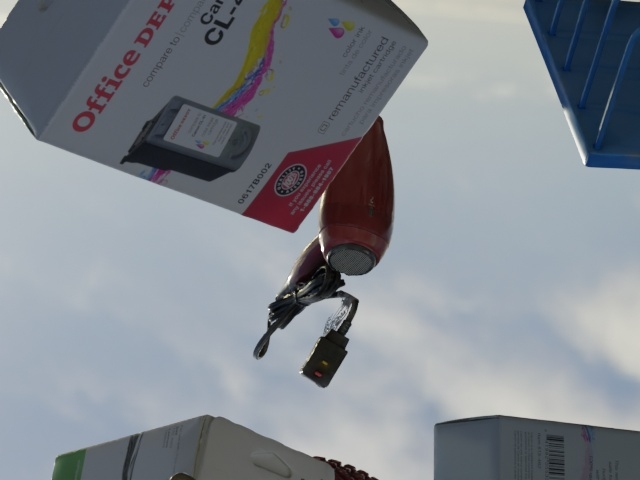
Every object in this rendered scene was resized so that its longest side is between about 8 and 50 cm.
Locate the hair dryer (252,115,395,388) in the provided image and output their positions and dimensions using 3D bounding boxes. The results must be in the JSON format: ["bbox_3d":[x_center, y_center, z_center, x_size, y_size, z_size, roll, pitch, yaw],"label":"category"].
[{"bbox_3d":[0.000,0.000,2.077,0.080,0.293,0.223,24,180,-25],"label":"hair dryer"}]

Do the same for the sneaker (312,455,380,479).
[{"bbox_3d":[0.044,0.315,2.131,0.299,0.112,0.121,21,-173,0],"label":"sneaker"}]

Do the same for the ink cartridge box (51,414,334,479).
[{"bbox_3d":[-0.118,0.238,1.771,0.160,0.092,0.219,27,149,-34],"label":"ink cartridge box"}]

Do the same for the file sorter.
[{"bbox_3d":[0.209,-0.133,1.202,0.118,0.104,0.170,3,-141,-13],"label":"file sorter"}]

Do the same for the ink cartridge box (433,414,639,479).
[{"bbox_3d":[0.169,0.199,1.444,0.175,0.127,0.072,10,165,-38],"label":"ink cartridge box"}]

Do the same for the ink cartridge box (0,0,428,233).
[{"bbox_3d":[-0.093,-0.159,1.689,0.306,0.226,0.131,18,-156,-44],"label":"ink cartridge box"}]

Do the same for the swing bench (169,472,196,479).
[{"bbox_3d":[-0.046,0.330,1.247,0.255,0.253,0.165,25,157,26],"label":"swing bench"}]
